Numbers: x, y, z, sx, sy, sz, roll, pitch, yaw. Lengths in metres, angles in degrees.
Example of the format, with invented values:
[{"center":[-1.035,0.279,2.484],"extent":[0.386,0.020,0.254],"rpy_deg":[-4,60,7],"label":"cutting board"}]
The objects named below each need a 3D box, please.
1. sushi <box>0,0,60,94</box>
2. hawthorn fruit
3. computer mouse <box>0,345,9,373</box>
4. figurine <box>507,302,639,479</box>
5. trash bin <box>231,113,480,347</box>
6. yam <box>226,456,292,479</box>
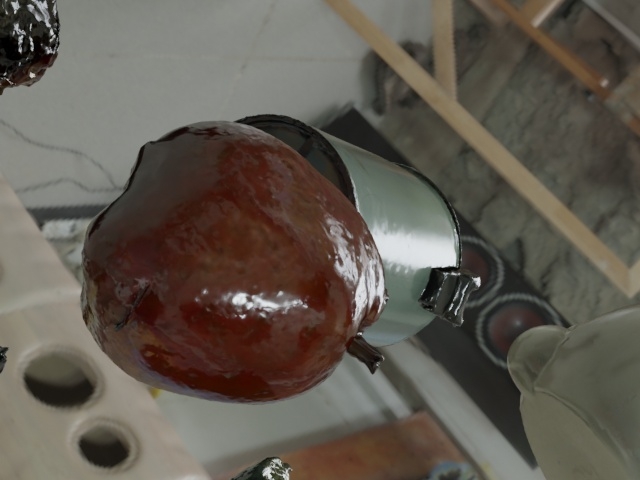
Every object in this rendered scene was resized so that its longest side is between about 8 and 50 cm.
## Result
[{"center":[-0.389,-0.187,0.974],"extent":[0.343,0.196,0.181],"rpy_deg":[-28,111,-40],"label":"sushi"},{"center":[-0.048,0.029,0.705],"extent":[0.185,0.202,0.185],"rpy_deg":[-59,179,-2],"label":"hawthorn fruit"},{"center":[-0.427,0.150,1.189],"extent":[0.172,0.057,0.099],"rpy_deg":[-12,142,-1],"label":"computer mouse"},{"center":[0.224,0.062,0.519],"extent":[0.235,0.155,0.127],"rpy_deg":[-28,152,-14],"label":"figurine"},{"center":[0.000,0.000,1.140],"extent":[0.262,0.277,0.217],"rpy_deg":[14,98,-61],"label":"trash bin"},{"center":[-0.117,0.243,0.708],"extent":[0.259,0.106,0.106],"rpy_deg":[-31,153,10],"label":"yam"}]
